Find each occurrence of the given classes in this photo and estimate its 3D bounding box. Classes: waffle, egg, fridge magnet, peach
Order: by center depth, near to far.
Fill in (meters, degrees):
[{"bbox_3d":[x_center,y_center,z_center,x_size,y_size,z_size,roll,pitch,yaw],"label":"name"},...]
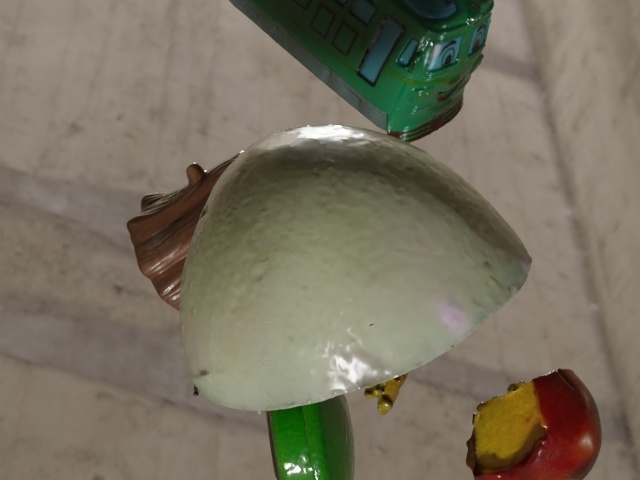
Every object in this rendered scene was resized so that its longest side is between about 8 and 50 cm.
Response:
[{"bbox_3d":[0.000,0.000,1.241,0.337,0.337,0.201,-49,-61,-51],"label":"egg"},{"bbox_3d":[0.221,0.191,1.354,0.151,0.151,0.118,-17,-153,-41],"label":"peach"},{"bbox_3d":[-0.009,0.212,1.505,0.088,0.208,0.208,-9,-136,1],"label":"fridge magnet"},{"bbox_3d":[0.144,0.094,2.012,0.069,0.293,0.260,27,-135,2],"label":"waffle"}]

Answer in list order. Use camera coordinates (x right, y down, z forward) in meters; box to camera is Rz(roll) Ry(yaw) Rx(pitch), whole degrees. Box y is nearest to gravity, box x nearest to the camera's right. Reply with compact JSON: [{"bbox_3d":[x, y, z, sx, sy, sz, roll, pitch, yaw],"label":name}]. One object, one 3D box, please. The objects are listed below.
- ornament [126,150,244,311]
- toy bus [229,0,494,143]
[{"bbox_3d":[-0.130,-0.010,2.054,0.221,0.217,0.235,5,-122,-57],"label":"ornament"},{"bbox_3d":[0.056,-0.309,1.751,0.343,0.199,0.183,42,-136,16],"label":"toy bus"}]
